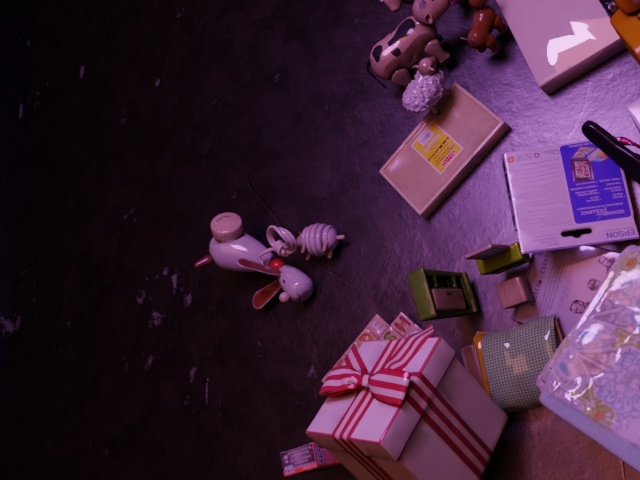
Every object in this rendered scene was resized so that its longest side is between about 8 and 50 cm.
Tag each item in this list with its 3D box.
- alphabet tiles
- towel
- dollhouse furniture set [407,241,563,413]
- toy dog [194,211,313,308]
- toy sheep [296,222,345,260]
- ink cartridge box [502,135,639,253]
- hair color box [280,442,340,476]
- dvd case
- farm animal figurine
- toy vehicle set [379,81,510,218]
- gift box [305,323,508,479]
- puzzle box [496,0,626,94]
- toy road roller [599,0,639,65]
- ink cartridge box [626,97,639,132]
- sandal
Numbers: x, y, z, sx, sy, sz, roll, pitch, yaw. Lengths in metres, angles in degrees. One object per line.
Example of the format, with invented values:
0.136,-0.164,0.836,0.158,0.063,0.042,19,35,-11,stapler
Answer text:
0.143,0.282,1.386,0.198,0.009,0.237,41,96,25,alphabet tiles
0.541,0.197,0.963,0.320,0.090,0.374,-57,35,2,towel
0.318,0.172,1.193,0.198,0.151,0.301,-28,67,39,dollhouse furniture set
-0.189,0.067,1.625,0.161,0.220,0.334,-41,36,-27,toy dog
0.000,0.000,1.563,0.132,0.091,0.091,-2,77,23,toy sheep
0.459,-0.080,1.198,0.206,0.045,0.208,-8,70,11,ink cartridge box
0.004,0.465,1.384,0.093,0.167,0.053,-27,63,31,hair color box
0.490,0.099,1.184,0.239,0.030,0.179,18,90,41,dvd case
0.220,-0.484,1.430,0.326,0.172,0.330,-52,45,16,farm animal figurine
0.268,-0.200,1.432,0.267,0.035,0.166,-49,54,18,toy vehicle set
0.153,0.312,1.188,0.255,0.258,0.276,-20,29,50,gift box
0.571,-0.506,1.262,0.409,0.052,0.272,-30,61,29,puzzle box
0.544,-0.437,1.030,0.202,0.240,0.329,-35,30,27,toy road roller
0.727,-0.182,0.984,0.385,0.160,0.279,-33,60,28,ink cartridge box
0.545,-0.159,1.145,0.040,0.067,0.179,-38,67,-3,sandal
